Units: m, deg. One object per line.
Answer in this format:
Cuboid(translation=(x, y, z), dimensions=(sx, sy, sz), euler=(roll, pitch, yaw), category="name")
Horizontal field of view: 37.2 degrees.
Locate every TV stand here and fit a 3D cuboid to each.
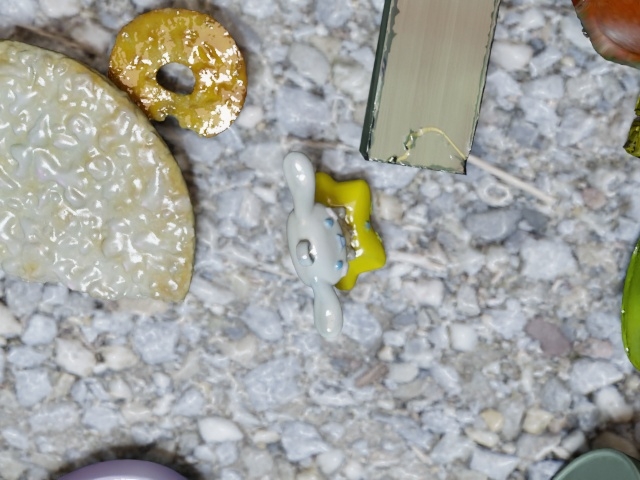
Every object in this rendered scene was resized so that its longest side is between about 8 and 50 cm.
Cuboid(translation=(0.089, -0.188, 0.703), dimensions=(0.082, 0.088, 0.270), euler=(9, 101, -4), category="TV stand")

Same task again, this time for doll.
Cuboid(translation=(-0.002, -0.008, 0.727), dimensions=(0.071, 0.113, 0.135), euler=(-9, 123, 21), category="doll")

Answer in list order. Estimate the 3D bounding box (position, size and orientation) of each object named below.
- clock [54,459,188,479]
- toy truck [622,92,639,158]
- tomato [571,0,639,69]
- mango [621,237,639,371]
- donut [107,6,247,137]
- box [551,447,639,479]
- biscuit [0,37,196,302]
Cuboid(translation=(-0.189, 0.268, 0.803), dimensions=(0.172, 0.064, 0.198), euler=(22, 100, -5), category="clock")
Cuboid(translation=(0.273, -0.095, 0.744), dimensions=(0.054, 0.049, 0.083), euler=(15, 100, -2), category="toy truck")
Cuboid(translation=(0.276, -0.235, 0.658), dimensions=(0.309, 0.170, 0.309), euler=(-5, 100, -31), category="tomato")
Cuboid(translation=(0.292, 0.036, 0.760), dimensions=(0.091, 0.074, 0.165), euler=(14, 88, 3), category="mango")
Cuboid(translation=(-0.107, -0.130, 0.736), dimensions=(0.108, 0.043, 0.097), euler=(18, 101, -3), category="donut")
Cuboid(translation=(0.246, 0.294, 0.730), dimensions=(0.149, 0.226, 0.226), euler=(26, 100, -5), category="box")
Cuboid(translation=(-0.204, -0.043, 0.739), dimensions=(0.188, 0.040, 0.265), euler=(-35, 103, 19), category="biscuit")
